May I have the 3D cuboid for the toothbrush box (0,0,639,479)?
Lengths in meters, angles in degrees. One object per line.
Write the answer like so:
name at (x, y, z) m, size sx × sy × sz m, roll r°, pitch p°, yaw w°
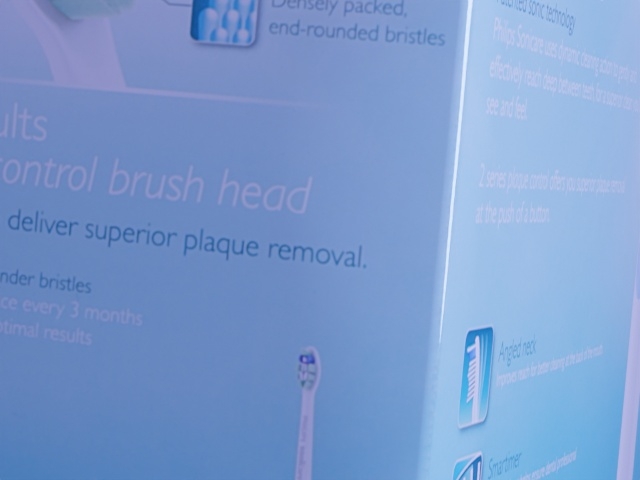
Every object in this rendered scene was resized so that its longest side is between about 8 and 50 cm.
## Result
toothbrush box at (0.000, 0.000, 0.431) m, size 0.216 × 0.126 × 0.295 m, roll -6°, pitch 103°, yaw -70°
